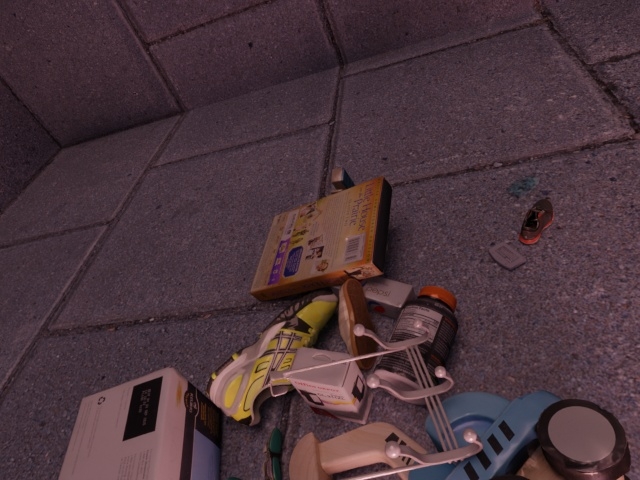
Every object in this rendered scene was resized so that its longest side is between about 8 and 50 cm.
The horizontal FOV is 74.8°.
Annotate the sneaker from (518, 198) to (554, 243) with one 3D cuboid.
[{"bbox_3d":[0.566,-0.062,1.089,0.061,0.064,0.157,14,54,36],"label":"sneaker"}]

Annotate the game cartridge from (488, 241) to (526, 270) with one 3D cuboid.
[{"bbox_3d":[0.472,0.041,1.066,0.056,0.017,0.083,-26,41,-6],"label":"game cartridge"}]

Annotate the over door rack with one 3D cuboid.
[{"bbox_3d":[0.056,0.267,0.683,0.325,0.108,0.239,-21,35,6],"label":"over door rack"}]

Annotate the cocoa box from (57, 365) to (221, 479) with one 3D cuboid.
[{"bbox_3d":[-0.354,0.487,0.844,0.232,0.227,0.346,-20,41,7],"label":"cocoa box"}]

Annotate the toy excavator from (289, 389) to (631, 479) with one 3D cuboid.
[{"bbox_3d":[0.207,0.393,0.719,0.433,0.222,0.445,-40,29,-15],"label":"toy excavator"}]

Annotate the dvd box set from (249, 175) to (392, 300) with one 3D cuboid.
[{"bbox_3d":[0.000,0.000,1.205,0.421,0.062,0.307,-18,44,34],"label":"dvd box set"}]

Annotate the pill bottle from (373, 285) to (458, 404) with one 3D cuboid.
[{"bbox_3d":[0.221,0.218,0.917,0.131,0.130,0.245,10,51,34],"label":"pill bottle"}]

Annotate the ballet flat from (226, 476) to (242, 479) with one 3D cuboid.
[{"bbox_3d":[-0.107,0.538,0.799,0.231,0.077,0.077,8,72,34],"label":"ballet flat"}]

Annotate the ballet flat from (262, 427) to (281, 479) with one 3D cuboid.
[{"bbox_3d":[-0.107,0.462,0.895,0.041,0.041,0.114,-17,41,10],"label":"ballet flat"}]

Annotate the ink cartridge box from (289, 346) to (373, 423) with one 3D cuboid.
[{"bbox_3d":[0.023,0.308,0.885,0.128,0.175,0.072,1,47,27],"label":"ink cartridge box"}]

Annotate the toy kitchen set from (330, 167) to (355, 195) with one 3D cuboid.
[{"bbox_3d":[0.127,-0.125,1.363,0.166,0.122,0.206,-4,65,22],"label":"toy kitchen set"}]

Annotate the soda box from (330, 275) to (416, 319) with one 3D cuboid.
[{"bbox_3d":[0.135,0.137,1.092,0.216,0.069,0.073,14,55,35],"label":"soda box"}]

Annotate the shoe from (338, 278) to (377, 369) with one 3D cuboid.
[{"bbox_3d":[0.085,0.204,1.021,0.058,0.077,0.218,-34,57,47],"label":"shoe"}]

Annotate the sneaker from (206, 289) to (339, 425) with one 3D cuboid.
[{"bbox_3d":[-0.084,0.281,1.024,0.385,0.145,0.147,-42,64,-15],"label":"sneaker"}]
